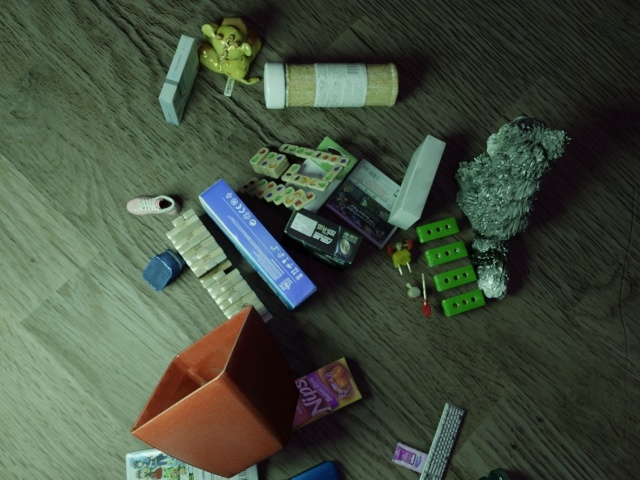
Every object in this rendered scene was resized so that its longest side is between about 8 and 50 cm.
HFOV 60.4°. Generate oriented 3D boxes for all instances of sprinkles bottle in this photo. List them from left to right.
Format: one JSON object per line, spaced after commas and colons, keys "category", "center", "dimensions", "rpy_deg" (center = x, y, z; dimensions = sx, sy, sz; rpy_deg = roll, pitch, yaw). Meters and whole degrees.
{"category": "sprinkles bottle", "center": [0.027, -0.420, 1.488], "dimensions": [0.356, 0.121, 0.121], "rpy_deg": [-2, 78, -7]}

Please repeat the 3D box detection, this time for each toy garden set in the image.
{"category": "toy garden set", "center": [0.295, 0.083, 1.452], "dimensions": [0.204, 0.049, 0.244], "rpy_deg": [-15, 81, -11]}

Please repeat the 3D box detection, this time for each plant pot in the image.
{"category": "plant pot", "center": [-0.198, 0.351, 1.208], "dimensions": [0.267, 0.267, 0.235], "rpy_deg": [-35, 105, 19]}

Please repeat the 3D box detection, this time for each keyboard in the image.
{"category": "keyboard", "center": [0.290, 0.532, 1.353], "dimensions": [0.072, 0.014, 0.256], "rpy_deg": [33, 73, -35]}

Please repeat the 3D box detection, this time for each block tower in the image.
{"category": "block tower", "center": [-0.254, 0.087, 1.366], "dimensions": [0.091, 0.097, 0.335], "rpy_deg": [-36, 82, -12]}

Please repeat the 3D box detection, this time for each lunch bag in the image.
{"category": "lunch bag", "center": [-0.385, 0.073, 1.357], "dimensions": [0.067, 0.065, 0.098], "rpy_deg": [45, 121, 3]}

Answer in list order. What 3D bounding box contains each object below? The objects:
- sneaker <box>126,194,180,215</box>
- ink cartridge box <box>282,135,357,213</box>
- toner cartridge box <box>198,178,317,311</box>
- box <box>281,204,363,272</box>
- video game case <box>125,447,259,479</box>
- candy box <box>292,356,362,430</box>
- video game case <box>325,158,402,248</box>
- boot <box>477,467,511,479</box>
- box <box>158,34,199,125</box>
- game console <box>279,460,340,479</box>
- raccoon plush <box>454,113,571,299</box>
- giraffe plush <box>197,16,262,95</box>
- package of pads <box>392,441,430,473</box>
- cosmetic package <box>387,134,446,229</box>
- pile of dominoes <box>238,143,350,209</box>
{"category": "sneaker", "center": [-0.428, -0.092, 1.395], "dimensions": [0.134, 0.070, 0.050], "rpy_deg": [3, 80, -5]}
{"category": "ink cartridge box", "center": [-0.008, -0.160, 1.459], "dimensions": [0.109, 0.062, 0.209], "rpy_deg": [38, 76, 3]}
{"category": "toner cartridge box", "center": [-0.154, 0.019, 1.354], "dimensions": [0.075, 0.165, 0.348], "rpy_deg": [-40, 84, -13]}
{"category": "box", "center": [0.000, 0.000, 1.383], "dimensions": [0.180, 0.147, 0.077], "rpy_deg": [26, 76, -1]}
{"category": "video game case", "center": [-0.285, 0.640, 1.273], "dimensions": [0.300, 0.036, 0.328], "rpy_deg": [-6, 80, -8]}
{"category": "candy box", "center": [-0.006, 0.375, 1.352], "dimensions": [0.187, 0.053, 0.109], "rpy_deg": [-23, 82, -9]}
{"category": "video game case", "center": [0.138, -0.100, 1.485], "dimensions": [0.190, 0.022, 0.173], "rpy_deg": [38, 76, 2]}
{"category": "boot", "center": [0.389, 0.692, 1.304], "dimensions": [0.207, 0.094, 0.246], "rpy_deg": [-18, 74, -13]}
{"category": "box", "center": [-0.364, -0.414, 1.432], "dimensions": [0.038, 0.145, 0.186], "rpy_deg": [17, 77, -4]}
{"category": "game console", "center": [-0.073, 0.688, 1.266], "dimensions": [0.250, 0.173, 0.293], "rpy_deg": [-2, 77, -48]}
{"category": "raccoon plush", "center": [0.505, -0.092, 1.381], "dimensions": [0.216, 0.299, 0.446], "rpy_deg": [-8, 79, -8]}
{"category": "giraffe plush", "center": [-0.241, -0.516, 1.454], "dimensions": [0.182, 0.170, 0.210], "rpy_deg": [-4, 79, -7]}
{"category": "package of pads", "center": [0.224, 0.536, 1.353], "dimensions": [0.083, 0.032, 0.050], "rpy_deg": [23, 74, -1]}
{"category": "cosmetic package", "center": [0.256, -0.152, 1.451], "dimensions": [0.061, 0.099, 0.239], "rpy_deg": [24, 68, -3]}
{"category": "pile of dominoes", "center": [-0.077, -0.175, 1.387], "dimensions": [0.251, 0.040, 0.196], "rpy_deg": [19, 60, 37]}
